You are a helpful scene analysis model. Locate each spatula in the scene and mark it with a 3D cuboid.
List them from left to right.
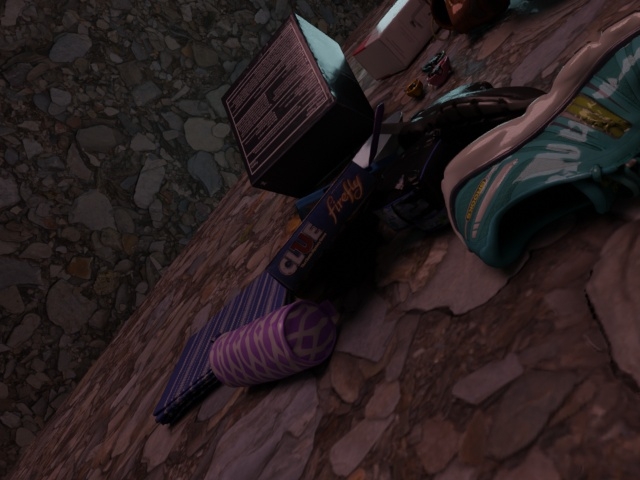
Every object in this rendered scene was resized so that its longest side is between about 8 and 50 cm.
[{"bbox_3d":[0.124,-0.177,0.717,0.296,0.030,0.084,-33,-45,-55],"label":"spatula"}]

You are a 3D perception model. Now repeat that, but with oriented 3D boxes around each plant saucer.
[{"bbox_3d":[0.096,-0.147,0.839,0.195,0.037,0.195,-52,11,15],"label":"plant saucer"}]

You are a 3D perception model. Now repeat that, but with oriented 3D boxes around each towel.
[{"bbox_3d":[-0.164,0.172,0.851,0.336,0.040,0.243,-41,18,20],"label":"towel"}]

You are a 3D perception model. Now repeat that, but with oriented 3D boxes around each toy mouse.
[{"bbox_3d":[0.236,-0.345,0.938,0.143,0.031,0.161,-44,19,16],"label":"toy mouse"}]

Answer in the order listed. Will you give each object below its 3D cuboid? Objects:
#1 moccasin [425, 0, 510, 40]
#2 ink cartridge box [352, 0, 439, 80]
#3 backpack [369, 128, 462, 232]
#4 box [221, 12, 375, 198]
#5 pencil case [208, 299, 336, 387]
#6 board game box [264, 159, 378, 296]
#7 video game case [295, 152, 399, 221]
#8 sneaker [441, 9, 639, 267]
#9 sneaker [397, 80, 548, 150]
[{"bbox_3d":[0.303,-0.541,1.038,0.147,0.139,0.379,-32,33,22],"label":"moccasin"},{"bbox_3d":[0.248,-0.612,1.305,0.283,0.117,0.207,-51,18,-4],"label":"ink cartridge box"},{"bbox_3d":[0.120,-0.060,0.556,0.114,0.084,0.105,-27,29,57],"label":"backpack"},{"bbox_3d":[-0.058,-0.309,1.115,0.296,0.183,0.293,-38,59,31],"label":"box"},{"bbox_3d":[-0.068,0.141,0.609,0.206,0.086,0.088,-28,5,46],"label":"pencil case"},{"bbox_3d":[0.000,0.000,0.641,0.165,0.042,0.243,-52,-5,-9],"label":"board game box"},{"bbox_3d":[0.041,-0.079,0.720,0.166,0.015,0.119,-26,-7,-3],"label":"video game case"},{"bbox_3d":[0.226,-0.076,0.368,0.275,0.107,0.109,-44,38,32],"label":"sneaker"},{"bbox_3d":[0.189,-0.159,0.570,0.106,0.101,0.267,-49,18,-7],"label":"sneaker"}]
